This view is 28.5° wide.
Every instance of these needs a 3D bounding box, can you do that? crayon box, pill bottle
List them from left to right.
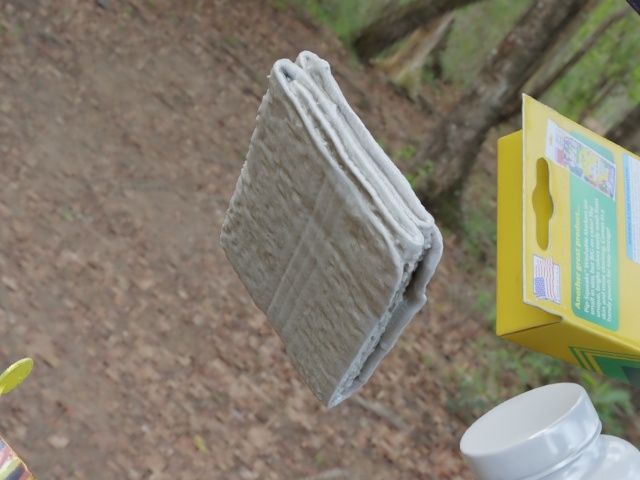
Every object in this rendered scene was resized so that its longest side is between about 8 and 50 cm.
[{"bbox_3d":[0.280,0.325,1.306,0.333,0.188,0.188,62,12,-7],"label":"pill bottle"},{"bbox_3d":[0.268,0.016,1.197,0.323,0.083,0.203,22,62,-37],"label":"crayon box"}]

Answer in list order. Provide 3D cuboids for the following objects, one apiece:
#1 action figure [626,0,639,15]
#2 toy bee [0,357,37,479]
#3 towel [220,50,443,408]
[{"bbox_3d":[0.342,-0.240,1.038,0.099,0.185,0.285,36,34,27],"label":"action figure"},{"bbox_3d":[-0.412,0.178,1.323,0.298,0.195,0.162,31,-16,-14],"label":"toy bee"},{"bbox_3d":[0.000,0.000,0.971,0.049,0.282,0.187,-24,70,-26],"label":"towel"}]
